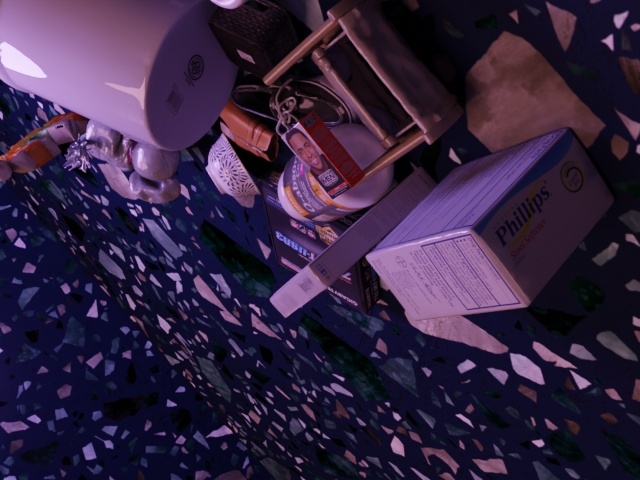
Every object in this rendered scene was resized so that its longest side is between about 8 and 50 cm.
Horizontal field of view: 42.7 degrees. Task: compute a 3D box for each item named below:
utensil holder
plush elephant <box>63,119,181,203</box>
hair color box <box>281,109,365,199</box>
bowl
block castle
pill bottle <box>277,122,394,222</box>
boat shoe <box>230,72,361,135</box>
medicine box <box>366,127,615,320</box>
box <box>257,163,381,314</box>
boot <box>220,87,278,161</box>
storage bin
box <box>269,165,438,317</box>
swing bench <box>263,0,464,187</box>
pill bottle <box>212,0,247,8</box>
[{"bbox_3d":[-0.391,-0.383,1.580,0.385,0.327,0.328,24,146,19],"label":"utensil holder"},{"bbox_3d":[-0.433,-0.249,2.014,0.255,0.330,0.272,23,140,7],"label":"plush elephant"},{"bbox_3d":[0.004,-0.143,1.387,0.141,0.043,0.072,51,148,-6],"label":"hair color box"},{"bbox_3d":[-0.217,-0.160,1.921,0.170,0.080,0.170,58,178,3],"label":"bowl"},{"bbox_3d":[-0.802,-0.363,2.166,0.213,0.453,0.303,-3,126,47],"label":"block castle"},{"bbox_3d":[0.019,-0.122,1.613,0.162,0.162,0.278,51,158,-7],"label":"pill bottle"},{"bbox_3d":[-0.055,-0.268,1.598,0.306,0.105,0.113,27,146,34],"label":"boat shoe"},{"bbox_3d":[0.264,-0.018,1.303,0.149,0.263,0.289,53,152,-12],"label":"medicine box"},{"bbox_3d":[0.000,0.000,1.907,0.295,0.073,0.293,30,147,31],"label":"box"},{"bbox_3d":[-0.161,-0.265,1.793,0.152,0.073,0.197,35,162,24],"label":"boot"},{"bbox_3d":[-0.116,-0.369,1.493,0.122,0.084,0.180,29,172,14],"label":"storage bin"},{"bbox_3d":[0.060,0.004,1.557,0.058,0.322,0.232,50,152,1],"label":"box"},{"bbox_3d":[0.084,-0.259,1.362,0.253,0.165,0.254,52,147,-7],"label":"swing bench"},{"bbox_3d":[-0.086,-0.465,1.254,0.131,0.229,0.131,34,150,24],"label":"pill bottle"}]
